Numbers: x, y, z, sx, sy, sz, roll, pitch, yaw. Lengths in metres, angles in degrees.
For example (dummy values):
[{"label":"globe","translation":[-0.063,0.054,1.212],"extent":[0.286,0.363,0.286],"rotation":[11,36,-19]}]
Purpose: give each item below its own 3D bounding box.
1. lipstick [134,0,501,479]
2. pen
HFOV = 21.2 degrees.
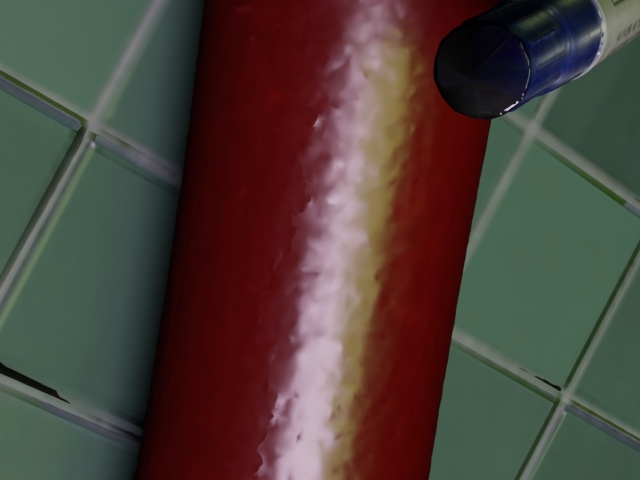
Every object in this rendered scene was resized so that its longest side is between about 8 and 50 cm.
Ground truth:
[{"label":"lipstick","translation":[0.000,0.000,0.411],"extent":[0.080,0.080,0.241],"rotation":[2,102,-34]},{"label":"pen","translation":[0.063,-0.054,0.399],"extent":[0.204,0.025,0.025],"rotation":[-34,129,-65]}]
